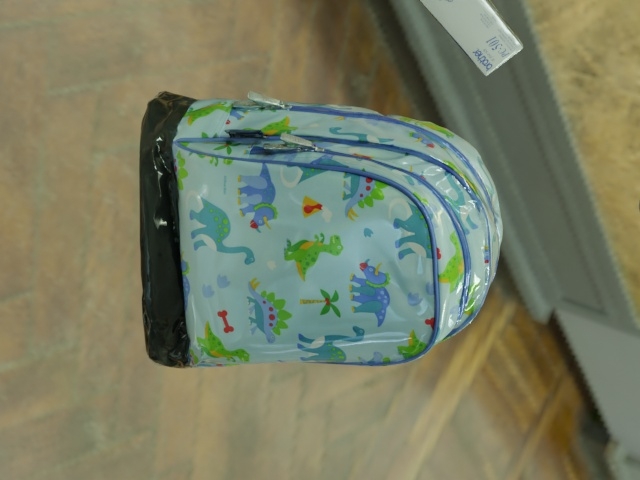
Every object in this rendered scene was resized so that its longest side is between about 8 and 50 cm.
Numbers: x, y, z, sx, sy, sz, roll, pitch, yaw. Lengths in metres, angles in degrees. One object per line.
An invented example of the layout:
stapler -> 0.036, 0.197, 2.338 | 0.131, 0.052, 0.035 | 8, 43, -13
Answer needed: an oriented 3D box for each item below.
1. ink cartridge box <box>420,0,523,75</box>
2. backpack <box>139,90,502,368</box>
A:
ink cartridge box -> 0.094, -0.226, 1.338 | 0.046, 0.097, 0.207 | -37, 145, 11
backpack -> 0.000, 0.000, 1.562 | 0.273, 0.355, 0.290 | -89, 179, -77
